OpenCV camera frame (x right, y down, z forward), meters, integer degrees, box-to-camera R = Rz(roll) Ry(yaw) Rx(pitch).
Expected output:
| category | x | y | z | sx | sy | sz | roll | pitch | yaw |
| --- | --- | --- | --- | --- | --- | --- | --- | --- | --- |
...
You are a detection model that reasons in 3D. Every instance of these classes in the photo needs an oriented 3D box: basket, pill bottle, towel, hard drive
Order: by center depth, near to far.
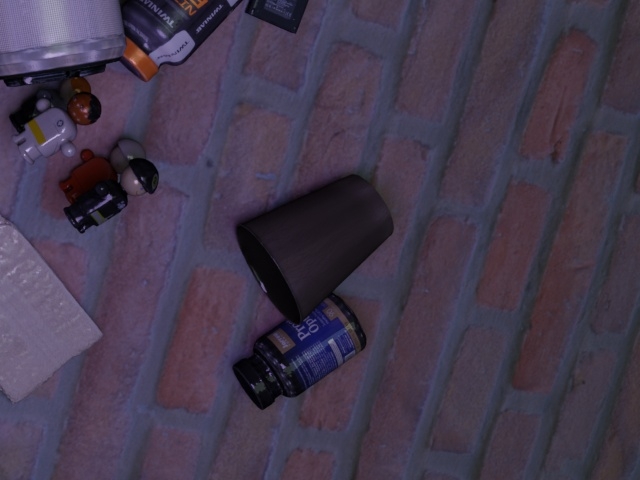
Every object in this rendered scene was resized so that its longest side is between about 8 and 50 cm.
| category | x | y | z | sx | sy | sz | roll | pitch | yaw |
| --- | --- | --- | --- | --- | --- | --- | --- | --- | --- |
| pill bottle | -0.218 | -0.360 | 1.895 | 0.245 | 0.130 | 0.130 | -49 | 119 | -7 |
| towel | -0.494 | 0.106 | 1.931 | 0.187 | 0.049 | 0.282 | -39 | 118 | -11 |
| hard drive | -0.058 | -0.421 | 2.019 | 0.094 | 0.022 | 0.135 | 19 | 95 | -29 |
| basket | 0.000 | 0.000 | 2.093 | 0.227 | 0.154 | 0.204 | -34 | 112 | -19 |
| pill bottle | -0.038 | 0.196 | 2.137 | 0.219 | 0.123 | 0.122 | -34 | 116 | -16 |

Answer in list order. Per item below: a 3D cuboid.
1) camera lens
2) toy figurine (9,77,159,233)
| category | x | y | z | sx | sy | sz | roll | pitch | yaw |
| --- | --- | --- | --- | --- | --- | --- | --- | --- | --- |
| camera lens | -0.402 | -0.365 | 1.743 | 0.219 | 0.219 | 0.274 | -13 | 102 | -23 |
| toy figurine | -0.353 | -0.139 | 1.841 | 0.148 | 0.213 | 0.209 | -33 | 111 | -2 |
